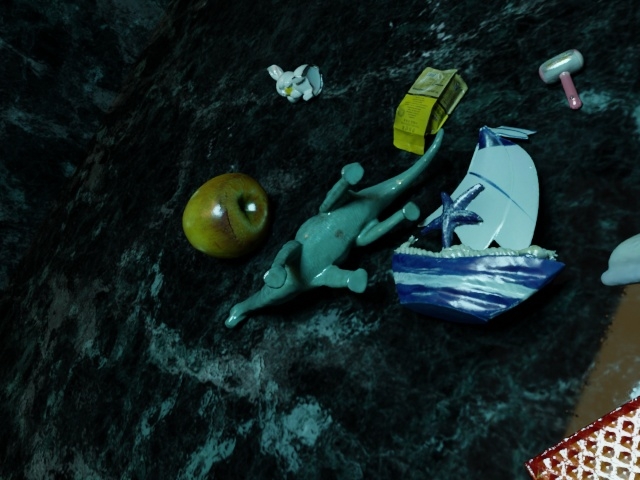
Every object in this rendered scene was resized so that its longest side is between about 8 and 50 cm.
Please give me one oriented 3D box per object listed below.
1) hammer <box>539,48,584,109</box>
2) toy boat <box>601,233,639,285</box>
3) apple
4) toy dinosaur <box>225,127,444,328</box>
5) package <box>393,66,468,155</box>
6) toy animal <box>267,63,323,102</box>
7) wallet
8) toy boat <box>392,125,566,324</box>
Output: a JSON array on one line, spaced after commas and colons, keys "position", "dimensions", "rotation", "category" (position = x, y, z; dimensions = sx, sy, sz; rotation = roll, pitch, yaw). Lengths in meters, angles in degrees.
[{"position": [0.315, -0.202, 0.617], "dimensions": [0.052, 0.031, 0.083], "rotation": [-24, 61, 36], "category": "hammer"}, {"position": [0.349, -0.011, 0.242], "dimensions": [0.276, 0.293, 0.111], "rotation": [-4, 90, 6], "category": "toy boat"}, {"position": [-0.182, -0.046, 0.919], "dimensions": [0.147, 0.146, 0.163], "rotation": [-15, 58, 44], "category": "apple"}, {"position": [0.000, 0.000, 0.766], "dimensions": [0.383, 0.129, 0.331], "rotation": [-46, 7, -16], "category": "toy dinosaur"}, {"position": [0.162, -0.203, 0.750], "dimensions": [0.131, 0.047, 0.071], "rotation": [-55, 44, 1], "category": "package"}, {"position": [-0.057, -0.338, 1.033], "dimensions": [0.124, 0.071, 0.085], "rotation": [-1, 66, 44], "category": "toy animal"}, {"position": [0.283, 0.189, 0.406], "dimensions": [0.196, 0.020, 0.103], "rotation": [-41, 43, 18], "category": "wallet"}, {"position": [0.181, -0.023, 0.611], "dimensions": [0.210, 0.070, 0.291], "rotation": [-23, 44, 34], "category": "toy boat"}]
